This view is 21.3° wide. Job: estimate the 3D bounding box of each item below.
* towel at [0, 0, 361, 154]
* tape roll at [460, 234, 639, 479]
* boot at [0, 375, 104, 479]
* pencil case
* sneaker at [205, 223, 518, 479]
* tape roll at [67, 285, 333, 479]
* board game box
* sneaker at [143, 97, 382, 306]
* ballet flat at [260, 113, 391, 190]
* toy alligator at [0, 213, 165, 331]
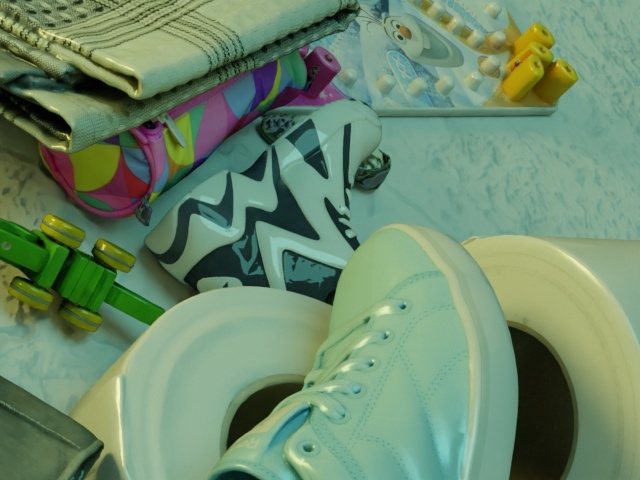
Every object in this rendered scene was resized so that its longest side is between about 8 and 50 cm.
[{"bbox_3d":[-0.176,-0.194,1.176,0.312,0.056,0.324,33,37,19],"label":"towel"},{"bbox_3d":[0.180,0.119,1.157,0.169,0.246,0.246,1,56,-41],"label":"tape roll"},{"bbox_3d":[-0.213,0.067,0.942,0.208,0.076,0.189,23,41,4],"label":"boot"},{"bbox_3d":[-0.099,-0.099,1.216,0.104,0.104,0.236,45,38,0],"label":"pencil case"},{"bbox_3d":[0.015,0.116,0.941,0.150,0.135,0.366,28,41,-26],"label":"sneaker"},{"bbox_3d":[-0.025,0.170,1.045,0.286,0.100,0.286,24,44,-25],"label":"tape roll"},{"bbox_3d":[0.019,-0.282,1.522,0.390,0.050,0.390,-4,60,-44],"label":"board game box"},{"bbox_3d":[0.000,0.000,1.222,0.153,0.094,0.235,51,39,4],"label":"sneaker"},{"bbox_3d":[0.009,-0.078,1.341,0.114,0.041,0.041,25,43,-23],"label":"ballet flat"},{"bbox_3d":[-0.183,0.008,1.080,0.190,0.056,0.051,27,1,-30],"label":"toy alligator"}]
